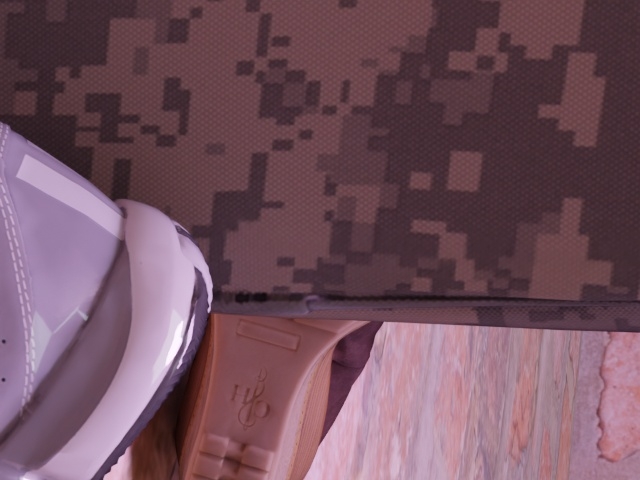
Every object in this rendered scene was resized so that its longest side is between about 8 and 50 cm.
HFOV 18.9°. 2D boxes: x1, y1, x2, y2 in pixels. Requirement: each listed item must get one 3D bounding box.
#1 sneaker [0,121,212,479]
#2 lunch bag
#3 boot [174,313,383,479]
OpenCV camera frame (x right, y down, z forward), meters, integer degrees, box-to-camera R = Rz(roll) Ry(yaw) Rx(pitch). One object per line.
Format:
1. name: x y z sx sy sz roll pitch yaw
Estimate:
1. sneaker: -0.138 0.058 0.423 0.228 0.132 0.086 -55 -161 -11
2. lunch bag: 0.017 -0.122 0.537 0.212 0.305 0.256 -41 133 -69
3. boot: 0.000 0.000 0.884 0.207 0.090 0.248 -69 -177 -70
